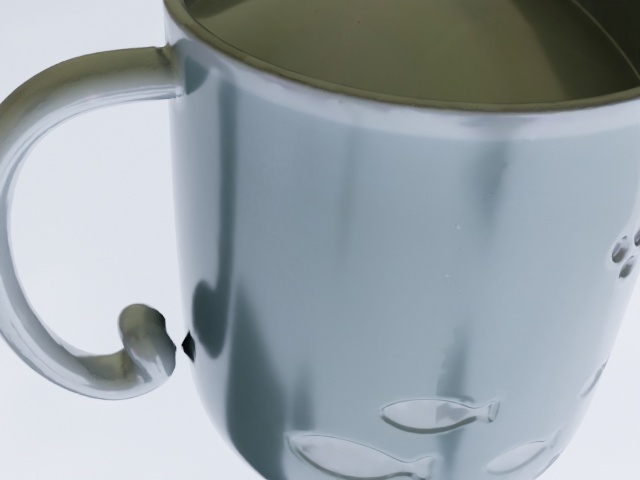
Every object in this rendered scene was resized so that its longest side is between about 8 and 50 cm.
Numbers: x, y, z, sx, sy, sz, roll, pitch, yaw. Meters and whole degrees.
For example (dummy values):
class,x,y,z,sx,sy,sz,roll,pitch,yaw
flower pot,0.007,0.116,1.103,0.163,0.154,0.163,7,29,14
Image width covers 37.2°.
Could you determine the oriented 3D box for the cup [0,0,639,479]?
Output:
class,x,y,z,sx,sy,sz,roll,pitch,yaw
cup,0.000,0.000,0.512,0.356,0.275,0.259,-10,-144,-18
